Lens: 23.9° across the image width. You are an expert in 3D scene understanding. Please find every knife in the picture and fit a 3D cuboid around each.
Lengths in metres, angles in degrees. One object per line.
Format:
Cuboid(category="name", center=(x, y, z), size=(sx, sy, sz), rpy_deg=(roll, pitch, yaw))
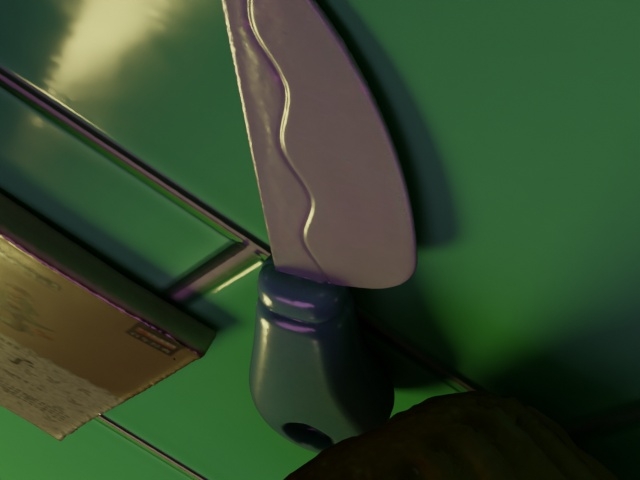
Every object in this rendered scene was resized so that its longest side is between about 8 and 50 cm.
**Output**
Cuboid(category="knife", center=(0.002, 0.001, 0.456), size=(0.058, 0.032, 0.244), rpy_deg=(22, 149, 14))

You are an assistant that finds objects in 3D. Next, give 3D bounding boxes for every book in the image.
Cuboid(category="book", center=(-0.138, 0.029, 0.634), size=(0.138, 0.016, 0.199), rpy_deg=(34, 152, -14))

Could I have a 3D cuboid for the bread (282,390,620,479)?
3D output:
Cuboid(category="bread", center=(0.016, 0.166, 0.517), size=(0.142, 0.227, 0.253), rpy_deg=(48, 163, 14))
